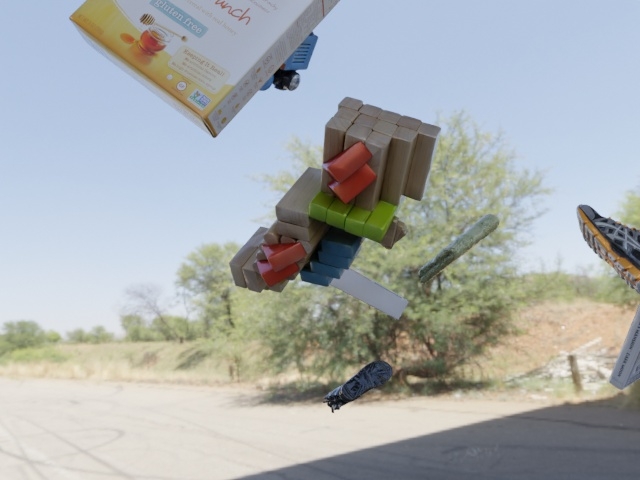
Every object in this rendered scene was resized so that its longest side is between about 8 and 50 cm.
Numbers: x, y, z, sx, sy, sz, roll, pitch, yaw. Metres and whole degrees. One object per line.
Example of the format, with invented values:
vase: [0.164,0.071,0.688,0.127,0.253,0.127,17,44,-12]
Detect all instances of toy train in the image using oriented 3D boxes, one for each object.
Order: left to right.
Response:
toy train: [-0.095,-0.295,0.811,0.184,0.105,0.080,36,30,19]

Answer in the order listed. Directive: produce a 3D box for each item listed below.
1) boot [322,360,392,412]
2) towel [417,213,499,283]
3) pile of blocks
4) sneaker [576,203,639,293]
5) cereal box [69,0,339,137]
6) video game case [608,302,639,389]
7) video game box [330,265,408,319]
boot: [0.067,0.272,1.018,0.121,0.045,0.099,-25,-17,-28]
towel: [0.211,0.015,0.856,0.110,0.027,0.148,-34,-11,-20]
pile of blocks: [0.000,0.000,0.638,0.149,0.112,0.362,38,-41,-3]
sneaker: [0.571,0.004,1.042,0.083,0.214,0.084,-36,-36,9]
cereal box: [-0.089,-0.238,0.520,0.173,0.240,0.047,36,-10,12]
video game case: [0.426,0.074,0.643,0.191,0.173,0.022,-17,35,-28]
video game box: [0.038,0.061,1.019,0.205,0.048,0.187,31,-2,-41]
